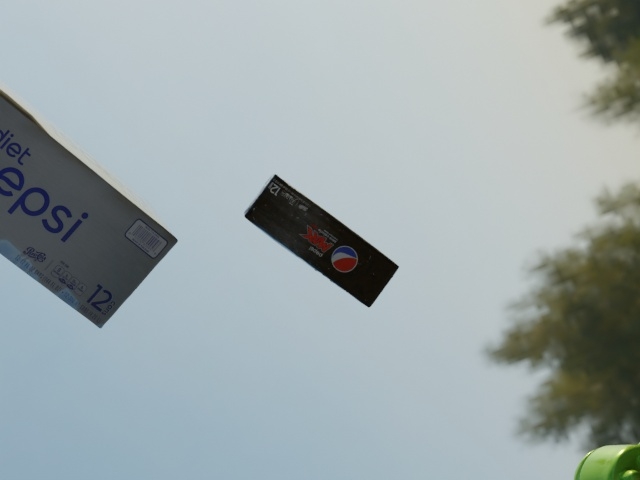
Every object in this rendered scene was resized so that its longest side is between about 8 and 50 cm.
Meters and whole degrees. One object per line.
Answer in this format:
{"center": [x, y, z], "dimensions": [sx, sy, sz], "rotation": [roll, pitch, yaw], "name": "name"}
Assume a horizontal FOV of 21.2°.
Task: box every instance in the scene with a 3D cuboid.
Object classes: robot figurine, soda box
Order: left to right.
{"center": [-0.240, -0.064, 1.215], "dimensions": [0.286, 0.091, 0.098], "rotation": [41, -178, -27], "name": "soda box"}
{"center": [0.000, 0.000, 1.838], "dimensions": [0.169, 0.060, 0.053], "rotation": [36, -179, -4], "name": "soda box"}
{"center": [0.271, 0.217, 1.533], "dimensions": [0.067, 0.101, 0.115], "rotation": [53, 158, -6], "name": "robot figurine"}
